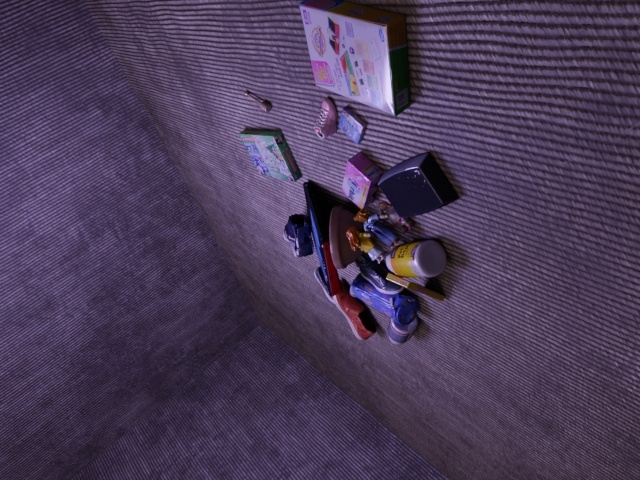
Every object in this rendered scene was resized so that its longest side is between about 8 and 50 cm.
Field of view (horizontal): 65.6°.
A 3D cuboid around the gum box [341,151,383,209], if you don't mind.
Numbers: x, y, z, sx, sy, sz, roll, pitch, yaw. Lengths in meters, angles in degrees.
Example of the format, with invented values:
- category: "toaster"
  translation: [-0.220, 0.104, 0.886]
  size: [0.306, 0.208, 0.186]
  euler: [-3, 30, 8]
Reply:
- category: "gum box"
  translation: [0.136, -0.192, 1.655]
  size: [0.107, 0.062, 0.188]
  euler: [45, 157, 18]

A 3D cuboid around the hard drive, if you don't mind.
- category: "hard drive"
  translation: [0.272, -0.150, 1.461]
  size: [0.172, 0.054, 0.255]
  euler: [55, 158, -8]

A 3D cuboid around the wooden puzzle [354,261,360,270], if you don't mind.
- category: "wooden puzzle"
  translation: [0.171, 0.115, 2.137]
  size: [0.083, 0.006, 0.049]
  euler: [50, 158, 3]

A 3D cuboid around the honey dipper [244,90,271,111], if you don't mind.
- category: "honey dipper"
  translation: [-0.247, -0.540, 1.921]
  size: [0.161, 0.030, 0.030]
  euler: [39, 155, 33]

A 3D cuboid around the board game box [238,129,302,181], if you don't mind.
- category: "board game box"
  translation: [-0.218, -0.365, 2.112]
  size: [0.317, 0.046, 0.213]
  euler: [20, 141, 53]

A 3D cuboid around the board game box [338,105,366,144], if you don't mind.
- category: "board game box"
  translation: [0.098, -0.355, 1.536]
  size: [0.090, 0.020, 0.090]
  euler: [45, 157, 14]

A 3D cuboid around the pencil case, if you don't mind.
- category: "pencil case"
  translation: [0.249, 0.229, 1.996]
  size: [0.133, 0.119, 0.306]
  euler: [21, -176, -44]

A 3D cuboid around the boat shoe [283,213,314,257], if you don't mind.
- category: "boat shoe"
  translation: [-0.101, -0.060, 2.216]
  size: [0.340, 0.127, 0.158]
  euler: [-127, 28, -64]

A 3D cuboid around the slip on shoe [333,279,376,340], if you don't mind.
- category: "slip on shoe"
  translation: [0.161, 0.323, 2.370]
  size: [0.101, 0.123, 0.331]
  euler: [-27, 96, 35]

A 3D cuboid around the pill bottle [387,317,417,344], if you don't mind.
- category: "pill bottle"
  translation: [0.335, 0.365, 2.063]
  size: [0.108, 0.108, 0.180]
  euler: [43, 156, 22]

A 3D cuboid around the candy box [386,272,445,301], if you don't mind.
- category: "candy box"
  translation: [0.331, 0.163, 1.718]
  size: [0.206, 0.027, 0.105]
  euler: [22, -178, -39]

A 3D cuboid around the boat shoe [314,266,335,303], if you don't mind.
- category: "boat shoe"
  translation: [0.053, 0.221, 2.453]
  size: [0.228, 0.080, 0.076]
  euler: [56, 161, 11]

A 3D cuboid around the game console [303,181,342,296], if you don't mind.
- category: "game console"
  translation: [0.000, 0.000, 2.002]
  size: [0.342, 0.060, 0.386]
  euler: [74, 179, -45]

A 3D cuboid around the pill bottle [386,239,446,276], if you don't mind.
- category: "pill bottle"
  translation: [0.307, 0.064, 1.639]
  size: [0.117, 0.117, 0.215]
  euler: [56, 158, -10]

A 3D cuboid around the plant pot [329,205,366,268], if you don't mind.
- category: "plant pot"
  translation: [0.111, -0.013, 1.850]
  size: [0.110, 0.237, 0.237]
  euler: [-2, 134, 15]

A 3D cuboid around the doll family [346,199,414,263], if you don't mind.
- category: "doll family"
  translation: [0.177, -0.026, 1.658]
  size: [0.163, 0.118, 0.263]
  euler: [41, 135, 6]

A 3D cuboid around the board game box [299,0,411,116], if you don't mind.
- category: "board game box"
  translation: [0.089, -0.484, 1.293]
  size: [0.317, 0.064, 0.242]
  euler: [35, 153, 37]

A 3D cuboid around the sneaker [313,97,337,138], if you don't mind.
- category: "sneaker"
  translation: [0.013, -0.384, 1.593]
  size: [0.051, 0.070, 0.134]
  euler: [41, 155, 31]

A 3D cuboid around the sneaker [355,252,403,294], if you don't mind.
- category: "sneaker"
  translation: [0.219, 0.108, 1.925]
  size: [0.226, 0.086, 0.163]
  euler: [30, 151, 43]
